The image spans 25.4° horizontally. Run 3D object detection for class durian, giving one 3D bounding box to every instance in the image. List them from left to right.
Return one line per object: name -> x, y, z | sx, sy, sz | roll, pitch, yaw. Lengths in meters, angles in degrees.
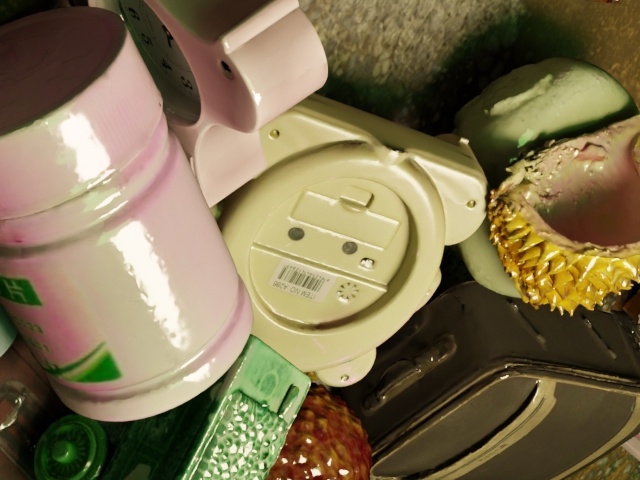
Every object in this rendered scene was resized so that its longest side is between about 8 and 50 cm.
durian -> 0.306, -0.003, 1.570 | 0.305, 0.185, 0.195 | -32, 148, -41

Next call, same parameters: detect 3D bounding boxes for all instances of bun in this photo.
bun -> 0.239, -0.082, 1.671 | 0.293, 0.187, 0.293 | -20, 120, -38

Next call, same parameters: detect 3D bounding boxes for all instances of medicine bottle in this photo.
medicine bottle -> -0.206, -0.018, 1.265 | 0.212, 0.212, 0.325 | -36, 129, -18

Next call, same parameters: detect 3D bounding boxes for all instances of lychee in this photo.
lychee -> -0.068, 0.254, 1.596 | 0.271, 0.236, 0.236 | 31, 95, -18

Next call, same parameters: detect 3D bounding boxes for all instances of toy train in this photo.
toy train -> -0.156, 0.193, 1.412 | 0.266, 0.202, 0.145 | -64, 146, -12

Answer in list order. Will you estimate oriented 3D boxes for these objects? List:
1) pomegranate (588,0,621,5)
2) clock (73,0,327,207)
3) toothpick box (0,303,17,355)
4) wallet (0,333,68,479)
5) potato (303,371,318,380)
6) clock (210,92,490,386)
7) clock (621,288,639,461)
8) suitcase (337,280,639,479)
pomegranate -> 0.334, -0.349, 1.618 | 0.129, 0.129, 0.159 | 9, 103, -45
clock -> -0.102, -0.142, 1.256 | 0.080, 0.275, 0.290 | -39, 140, -21
toothpick box -> -0.349, 0.040, 1.284 | 0.101, 0.101, 0.153 | -41, 138, -12
wallet -> -0.306, 0.176, 1.420 | 0.182, 0.049, 0.229 | -63, 143, -26
potato -> 0.029, 0.083, 1.658 | 0.188, 0.085, 0.105 | -56, 173, 7
clock -> 0.000, 0.000, 1.502 | 0.284, 0.114, 0.309 | 18, 118, -22
clock -> 0.551, 0.148, 2.125 | 0.235, 0.166, 0.309 | -23, 138, -29
suitcase -> 0.235, 0.199, 1.813 | 0.434, 0.194, 0.283 | 15, 135, -44
